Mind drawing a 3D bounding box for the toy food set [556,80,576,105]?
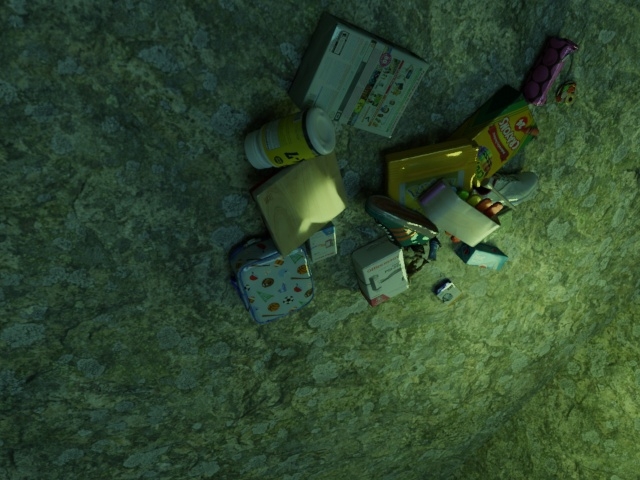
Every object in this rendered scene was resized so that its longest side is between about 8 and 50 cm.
[{"bbox_3d":[0.815,-0.486,1.830,0.083,0.020,0.083,-13,132,-21],"label":"toy food set"}]

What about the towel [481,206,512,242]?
[{"bbox_3d":[0.663,-0.058,2.092,0.148,0.027,0.110,-27,134,-9],"label":"towel"}]

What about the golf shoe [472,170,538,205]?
[{"bbox_3d":[0.624,-0.182,1.909,0.306,0.115,0.140,-26,131,-11],"label":"golf shoe"}]

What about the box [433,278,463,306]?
[{"bbox_3d":[0.512,0.208,2.225,0.081,0.028,0.136,-43,132,8],"label":"box"}]

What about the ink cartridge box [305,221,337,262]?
[{"bbox_3d":[0.000,0.000,1.735,0.089,0.052,0.122,-21,135,-15],"label":"ink cartridge box"}]

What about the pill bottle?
[{"bbox_3d":[-0.078,-0.249,1.377,0.209,0.119,0.119,-11,145,31],"label":"pill bottle"}]

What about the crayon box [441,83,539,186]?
[{"bbox_3d":[0.528,-0.311,1.766,0.318,0.081,0.202,-43,135,8],"label":"crayon box"}]

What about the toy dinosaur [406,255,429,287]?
[{"bbox_3d":[0.336,0.103,2.008,0.112,0.064,0.211,-47,164,1],"label":"toy dinosaur"}]

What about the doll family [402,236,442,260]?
[{"bbox_3d":[0.352,0.002,1.920,0.076,0.111,0.193,-7,160,38],"label":"doll family"}]

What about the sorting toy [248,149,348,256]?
[{"bbox_3d":[-0.065,-0.127,1.531,0.255,0.089,0.257,-39,141,-17],"label":"sorting toy"}]

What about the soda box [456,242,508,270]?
[{"bbox_3d":[0.628,0.059,2.140,0.210,0.067,0.071,11,119,-36],"label":"soda box"}]

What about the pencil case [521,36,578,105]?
[{"bbox_3d":[0.695,-0.511,1.685,0.095,0.098,0.209,0,126,-31],"label":"pencil case"}]

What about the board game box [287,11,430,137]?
[{"bbox_3d":[0.100,-0.414,1.420,0.304,0.097,0.224,10,121,-34],"label":"board game box"}]

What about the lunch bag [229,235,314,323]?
[{"bbox_3d":[-0.151,0.112,1.699,0.243,0.115,0.303,-21,134,-11],"label":"lunch bag"}]

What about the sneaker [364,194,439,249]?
[{"bbox_3d":[0.235,-0.042,1.721,0.302,0.108,0.121,22,122,-36],"label":"sneaker"}]

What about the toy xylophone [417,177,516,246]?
[{"bbox_3d":[0.476,-0.094,1.757,0.236,0.081,0.323,-36,134,21],"label":"toy xylophone"}]

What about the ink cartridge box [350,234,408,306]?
[{"bbox_3d":[0.209,0.107,1.918,0.159,0.092,0.217,-27,133,-9],"label":"ink cartridge box"}]

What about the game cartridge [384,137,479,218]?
[{"bbox_3d":[0.343,-0.163,1.737,0.286,0.052,0.323,-13,140,-3],"label":"game cartridge"}]
